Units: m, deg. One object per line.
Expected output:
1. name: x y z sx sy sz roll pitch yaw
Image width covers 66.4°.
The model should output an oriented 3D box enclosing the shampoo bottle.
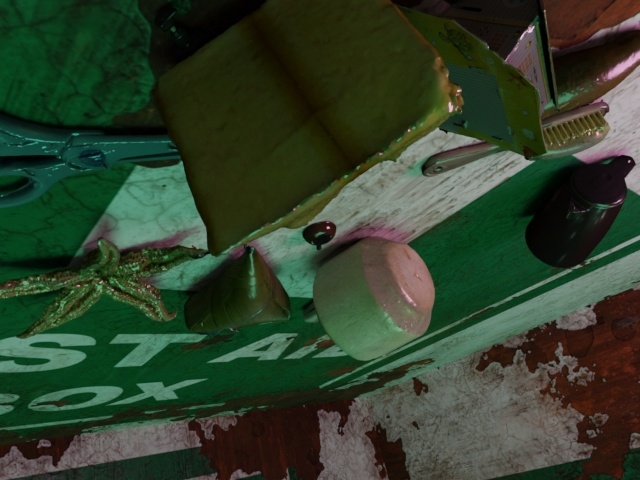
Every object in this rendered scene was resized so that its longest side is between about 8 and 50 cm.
1. shampoo bottle: -0.120 -0.189 0.517 0.048 0.027 0.137 -30 152 15

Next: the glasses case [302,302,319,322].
1. glasses case: 0.028 0.170 1.297 0.081 0.051 0.204 6 147 -36

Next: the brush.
1. brush: 0.324 -0.149 0.810 0.312 0.067 0.072 -16 155 7

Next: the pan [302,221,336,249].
1. pan: 0.000 0.001 0.972 0.068 0.024 0.115 -14 154 -6

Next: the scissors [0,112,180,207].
1. scissors: -0.290 -0.102 0.592 0.392 0.032 0.180 -6 154 -19

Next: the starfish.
1. starfish: -0.384 0.068 0.830 0.357 0.078 0.347 4 149 -35

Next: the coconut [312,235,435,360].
1. coconut: 0.102 0.128 1.052 0.265 0.238 0.237 -37 147 29

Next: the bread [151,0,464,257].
1. bread: 0.024 -0.076 0.563 0.233 0.245 0.362 -33 151 7

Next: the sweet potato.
1. sweet potato: 0.356 -0.227 0.659 0.243 0.077 0.077 -26 153 13

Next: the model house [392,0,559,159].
1. model house: 0.184 -0.220 0.542 0.136 0.207 0.219 -53 140 -5

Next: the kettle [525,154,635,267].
1. kettle: 0.560 -0.066 1.031 0.202 0.144 0.232 -31 155 -14

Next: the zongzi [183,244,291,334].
1. zongzi: -0.195 0.101 0.975 0.228 0.115 0.256 -13 149 5
